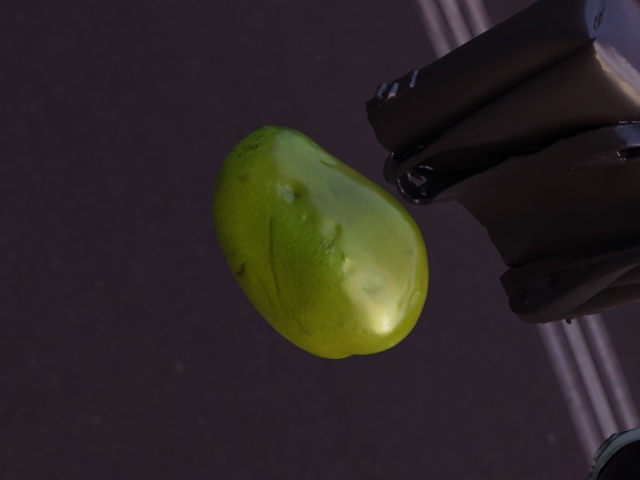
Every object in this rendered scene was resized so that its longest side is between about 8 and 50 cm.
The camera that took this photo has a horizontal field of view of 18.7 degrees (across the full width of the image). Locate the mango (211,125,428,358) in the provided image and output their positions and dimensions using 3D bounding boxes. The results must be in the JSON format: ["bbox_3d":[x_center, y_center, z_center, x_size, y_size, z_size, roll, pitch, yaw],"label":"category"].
[{"bbox_3d":[-0.002,0.006,1.258,0.163,0.117,0.089,39,29,18],"label":"mango"}]

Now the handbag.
[{"bbox_3d":[0.200,-0.053,1.528,0.285,0.257,0.113,45,41,-28],"label":"handbag"}]

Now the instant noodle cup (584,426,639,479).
[{"bbox_3d":[0.239,0.271,1.332,0.215,0.215,0.236,57,47,-19],"label":"instant noodle cup"}]
